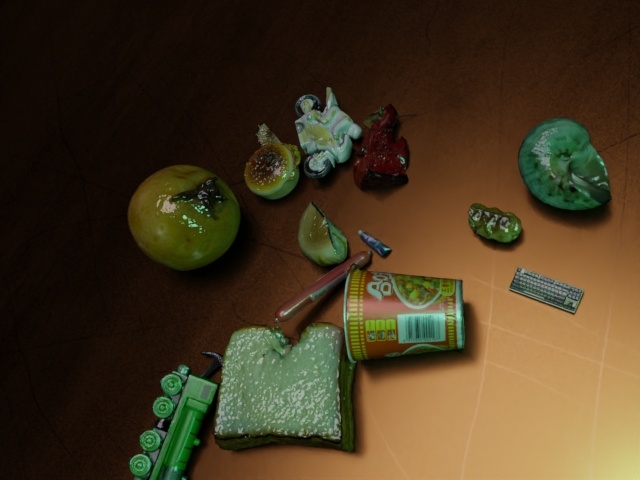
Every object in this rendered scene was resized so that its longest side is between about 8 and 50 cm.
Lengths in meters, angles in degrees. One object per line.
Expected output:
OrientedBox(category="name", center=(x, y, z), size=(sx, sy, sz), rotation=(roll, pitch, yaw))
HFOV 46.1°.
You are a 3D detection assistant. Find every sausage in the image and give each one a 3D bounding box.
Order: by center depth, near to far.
OrientedBox(category="sausage", center=(0.007, 0.091, 1.532), size=(0.253, 0.034, 0.034), rotation=(-35, 58, -14))

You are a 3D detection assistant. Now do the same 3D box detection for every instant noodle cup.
OrientedBox(category="instant noodle cup", center=(0.161, 0.135, 1.411), size=(0.212, 0.193, 0.193), rotation=(-2, 66, 12))

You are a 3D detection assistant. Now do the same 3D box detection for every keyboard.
OrientedBox(category="keyboard", center=(0.422, 0.092, 1.412), size=(0.129, 0.015, 0.049), rotation=(22, 76, 28))

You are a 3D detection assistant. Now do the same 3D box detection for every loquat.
OrientedBox(category="loquat", center=(-0.290, -0.053, 1.629), size=(0.244, 0.244, 0.244), rotation=(-8, 64, 17))

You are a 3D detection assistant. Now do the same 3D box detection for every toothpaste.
OrientedBox(category="toothpaste", center=(0.110, 0.003, 1.571), size=(0.027, 0.019, 0.083), rotation=(-35, 57, -26))

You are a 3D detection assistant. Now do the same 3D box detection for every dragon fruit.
OrientedBox(category="dragon fruit", center=(0.134, -0.212, 1.618), size=(0.122, 0.092, 0.192), rotation=(7, 69, 23))

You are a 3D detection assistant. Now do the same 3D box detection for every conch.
OrientedBox(category="conch", center=(0.467, -0.148, 1.447), size=(0.176, 0.122, 0.188), rotation=(7, 70, 1))

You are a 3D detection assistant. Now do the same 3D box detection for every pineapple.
OrientedBox(category="pineapple", center=(-0.126, -0.239, 1.773), size=(0.045, 0.019, 0.083), rotation=(-36, 62, -1))

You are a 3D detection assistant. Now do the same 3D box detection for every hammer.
OrientedBox(category="hammer", center=(-0.275, 0.313, 1.572), size=(0.201, 0.021, 0.078), rotation=(-47, 65, -3))

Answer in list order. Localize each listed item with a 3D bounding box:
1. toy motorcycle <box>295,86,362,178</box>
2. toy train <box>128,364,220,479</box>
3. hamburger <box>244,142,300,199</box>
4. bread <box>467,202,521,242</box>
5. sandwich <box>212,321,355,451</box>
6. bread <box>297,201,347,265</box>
OrientedBox(category="toy motorcycle", center=(0.017, -0.245, 1.691), size=(0.151, 0.074, 0.228), rotation=(-14, 61, 12))
OrientedBox(category="toy train", center=(-0.291, 0.378, 1.508), size=(0.119, 0.085, 0.251), rotation=(19, 82, 3))
OrientedBox(category="hamburger", center=(-0.105, -0.160, 1.692), size=(0.141, 0.081, 0.126), rotation=(-19, 61, 13))
OrientedBox(category="bread", center=(0.340, -0.032, 1.478), size=(0.110, 0.060, 0.066), rotation=(20, 46, 26))
OrientedBox(category="sandwich", center=(-0.068, 0.281, 1.467), size=(0.273, 0.095, 0.249), rotation=(-5, 63, 19))
OrientedBox(category="bread", center=(0.000, 0.000, 1.576), size=(0.094, 0.083, 0.157), rotation=(-43, 48, 0))
